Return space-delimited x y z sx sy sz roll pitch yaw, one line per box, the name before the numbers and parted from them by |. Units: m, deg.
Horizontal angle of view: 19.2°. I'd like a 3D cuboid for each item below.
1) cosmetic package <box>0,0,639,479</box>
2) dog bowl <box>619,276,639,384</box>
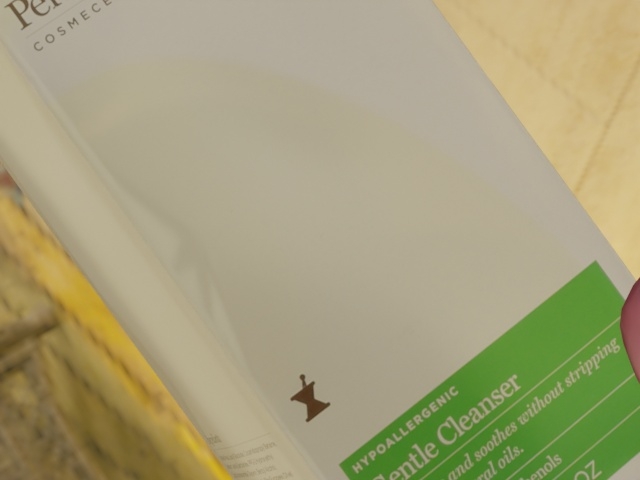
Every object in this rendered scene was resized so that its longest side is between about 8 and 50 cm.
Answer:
cosmetic package | 0.000 0.000 0.933 0.365 0.197 0.155 53 162 -3
dog bowl | 0.228 0.106 0.435 0.150 0.408 0.408 -38 82 10
